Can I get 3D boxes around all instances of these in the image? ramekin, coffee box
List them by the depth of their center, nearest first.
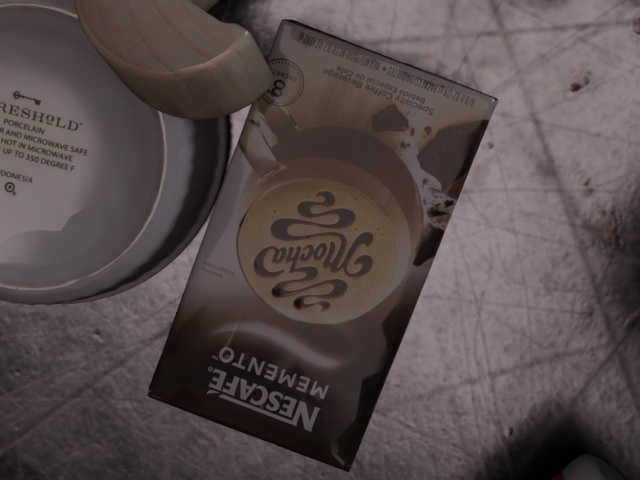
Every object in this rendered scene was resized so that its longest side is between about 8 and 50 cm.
[{"bbox_3d":[-0.209,-0.074,0.942,0.272,0.127,0.273,0,100,2],"label":"ramekin"},{"bbox_3d":[0.000,0.000,0.952,0.168,0.119,0.297,20,100,-1],"label":"coffee box"}]

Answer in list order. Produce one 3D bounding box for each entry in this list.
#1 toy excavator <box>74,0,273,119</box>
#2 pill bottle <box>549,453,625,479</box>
[{"bbox_3d":[0.098,-0.268,0.824,0.445,0.222,0.433,9,76,13],"label":"toy excavator"},{"bbox_3d":[0.152,0.334,0.976,0.318,0.176,0.176,-44,96,8],"label":"pill bottle"}]
